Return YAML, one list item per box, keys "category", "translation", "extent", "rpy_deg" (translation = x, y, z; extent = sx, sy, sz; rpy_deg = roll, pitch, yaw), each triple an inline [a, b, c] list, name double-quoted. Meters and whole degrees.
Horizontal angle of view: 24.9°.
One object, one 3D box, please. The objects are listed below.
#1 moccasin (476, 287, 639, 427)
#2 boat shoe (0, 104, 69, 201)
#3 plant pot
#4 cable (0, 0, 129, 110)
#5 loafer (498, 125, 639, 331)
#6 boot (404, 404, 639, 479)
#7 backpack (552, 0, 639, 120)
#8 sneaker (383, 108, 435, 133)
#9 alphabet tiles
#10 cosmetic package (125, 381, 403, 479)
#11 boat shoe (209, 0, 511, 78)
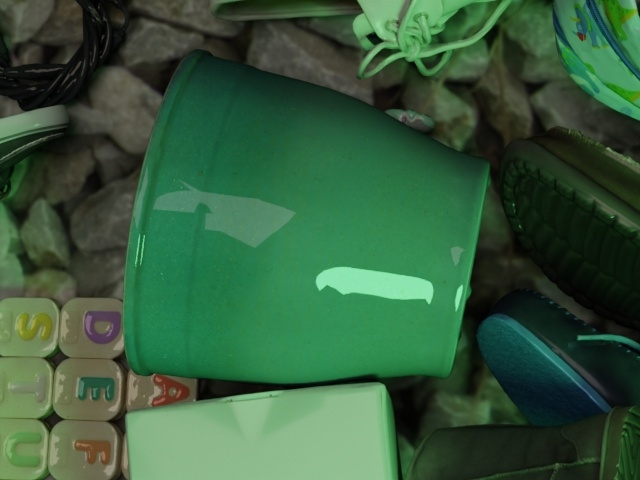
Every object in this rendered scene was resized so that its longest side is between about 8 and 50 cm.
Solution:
- category: "moccasin"
  translation: [0.277, 0.150, 1.145]
  extent: [0.342, 0.138, 0.117]
  rpy_deg: [41, 68, 1]
- category: "boat shoe"
  translation: [-0.333, -0.060, 1.371]
  extent: [0.228, 0.080, 0.076]
  rpy_deg: [-21, 93, 8]
- category: "plant pot"
  translation: [0.000, 0.000, 1.176]
  extent: [0.255, 0.271, 0.272]
  rpy_deg: [11, 83, 6]
- category: "cable"
  translation: [-0.280, -0.212, 1.400]
  extent: [0.184, 0.047, 0.150]
  rpy_deg: [37, 97, 16]
- category: "loafer"
  translation: [0.312, 0.014, 1.165]
  extent: [0.366, 0.134, 0.130]
  rpy_deg: [33, 60, 12]
- category: "boot"
  translation: [0.142, 0.208, 1.066]
  extent: [0.208, 0.076, 0.190]
  rpy_deg: [-13, 41, 39]
- category: "backpack"
  translation: [0.349, -0.176, 1.085]
  extent: [0.355, 0.273, 0.290]
  rpy_deg: [15, 89, -27]
- category: "sneaker"
  translation: [0.053, -0.080, 1.286]
  extent: [0.098, 0.038, 0.069]
  rpy_deg: [1, 82, 25]
- category: "alphabet tiles"
  translation: [-0.247, 0.193, 1.329]
  extent: [0.278, 0.021, 0.284]
  rpy_deg: [1, 80, 15]
- category: "cosmetic package"
  translation: [-0.028, 0.316, 1.160]
  extent: [0.217, 0.156, 0.385]
  rpy_deg: [-5, 76, 6]
- category: "boat shoe"
  translation: [0.064, -0.210, 1.252]
  extent: [0.367, 0.136, 0.156]
  rpy_deg: [8, 82, 19]
